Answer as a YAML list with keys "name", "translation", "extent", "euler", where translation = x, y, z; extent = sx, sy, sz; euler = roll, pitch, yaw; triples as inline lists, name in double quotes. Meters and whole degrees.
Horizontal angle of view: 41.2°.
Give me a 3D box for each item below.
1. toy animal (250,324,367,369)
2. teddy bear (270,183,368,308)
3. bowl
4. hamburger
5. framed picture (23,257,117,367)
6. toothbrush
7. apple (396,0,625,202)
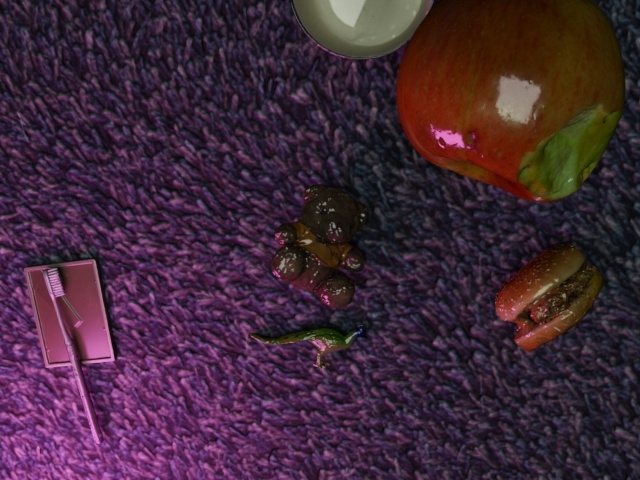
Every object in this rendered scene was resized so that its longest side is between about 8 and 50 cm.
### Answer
- name: "toy animal"
  translation: [-0.021, 0.197, 1.557]
  extent: [0.217, 0.041, 0.075]
  euler: [-6, 97, 14]
- name: "teddy bear"
  translation: [0.000, 0.000, 1.482]
  extent: [0.177, 0.140, 0.190]
  euler: [25, 96, -23]
- name: "bowl"
  translation: [0.074, -0.412, 1.391]
  extent: [0.238, 0.126, 0.238]
  euler: [2, 100, 9]
- name: "hamburger"
  translation: [0.370, 0.091, 1.398]
  extent: [0.118, 0.191, 0.182]
  euler: [43, 111, 2]
- name: "framed picture"
  translation: [-0.478, 0.140, 1.632]
  extent: [0.150, 0.015, 0.203]
  euler: [-8, 99, 11]
- name: "toothbrush"
  translation: [-0.465, 0.222, 1.625]
  extent: [0.029, 0.024, 0.354]
  euler: [-14, 98, 4]
- name: "apple"
  translation: [0.289, -0.233, 1.284]
  extent: [0.339, 0.339, 0.339]
  euler: [2, 100, 9]
